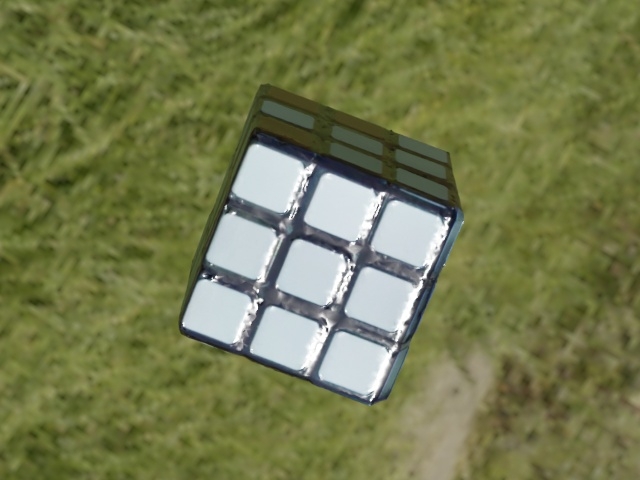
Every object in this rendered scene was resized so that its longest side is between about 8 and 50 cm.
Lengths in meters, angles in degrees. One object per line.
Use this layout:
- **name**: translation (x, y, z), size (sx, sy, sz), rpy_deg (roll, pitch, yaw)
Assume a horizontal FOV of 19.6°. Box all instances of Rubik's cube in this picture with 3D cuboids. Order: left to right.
- **Rubik's cube**: translation (0.000, 0.000, 1.341), size (0.162, 0.163, 0.161), rpy_deg (-81, -167, -74)
